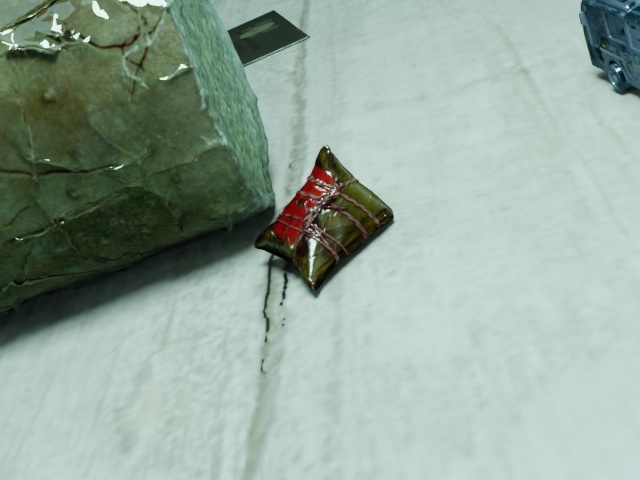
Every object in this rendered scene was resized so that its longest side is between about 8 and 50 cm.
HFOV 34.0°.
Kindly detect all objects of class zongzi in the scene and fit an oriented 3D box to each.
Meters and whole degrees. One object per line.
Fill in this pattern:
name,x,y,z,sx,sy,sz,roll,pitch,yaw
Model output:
zongzi,0.000,0.000,0.626,0.083,0.067,0.073,-38,34,11

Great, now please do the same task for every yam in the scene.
yam,-0.216,-0.059,0.706,0.348,0.241,0.241,-19,25,1

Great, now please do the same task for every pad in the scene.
pad,-0.091,-0.223,1.189,0.127,0.004,0.190,-25,25,-5

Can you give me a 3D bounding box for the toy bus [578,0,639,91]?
toy bus,0.215,-0.120,0.647,0.047,0.065,0.166,-25,26,-2
